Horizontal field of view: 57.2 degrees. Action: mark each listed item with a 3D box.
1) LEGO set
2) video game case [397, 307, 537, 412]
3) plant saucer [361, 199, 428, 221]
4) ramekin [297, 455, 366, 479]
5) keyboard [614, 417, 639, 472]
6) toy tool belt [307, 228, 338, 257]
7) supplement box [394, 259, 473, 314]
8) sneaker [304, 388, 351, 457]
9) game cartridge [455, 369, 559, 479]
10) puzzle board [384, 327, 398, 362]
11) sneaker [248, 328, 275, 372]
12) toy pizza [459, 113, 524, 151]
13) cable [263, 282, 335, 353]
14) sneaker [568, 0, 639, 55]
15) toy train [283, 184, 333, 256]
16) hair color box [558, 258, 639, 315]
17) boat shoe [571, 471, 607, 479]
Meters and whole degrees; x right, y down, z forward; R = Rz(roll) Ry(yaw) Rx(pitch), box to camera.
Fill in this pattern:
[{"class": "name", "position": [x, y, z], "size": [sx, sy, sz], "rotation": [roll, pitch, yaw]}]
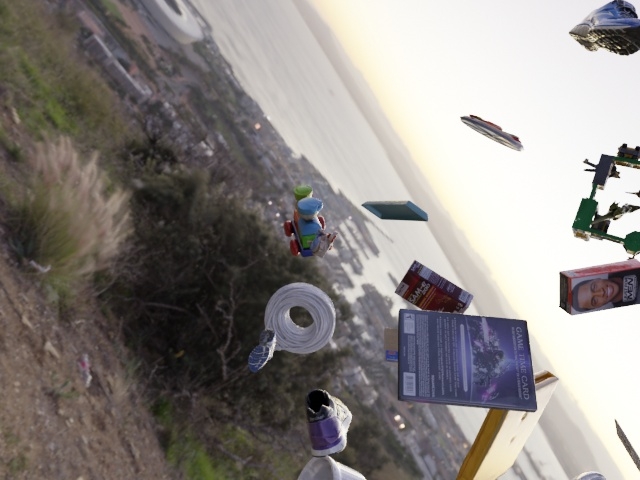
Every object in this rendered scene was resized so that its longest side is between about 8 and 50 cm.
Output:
[{"class": "LEGO set", "position": [0.894, -0.103, 1.755], "size": [0.192, 0.255, 0.331], "rotation": [23, 79, -62]}, {"class": "video game case", "position": [0.297, 0.243, 1.208], "size": [0.026, 0.274, 0.196], "rotation": [97, -1, -58]}, {"class": "plant saucer", "position": [0.160, -0.066, 1.274], "size": [0.067, 0.018, 0.192], "rotation": [33, -11, -22]}, {"class": "ramekin", "position": [0.024, 0.764, 1.659], "size": [0.135, 0.277, 0.277], "rotation": [26, 23, -17]}, {"class": "keyboard", "position": [0.770, 0.546, 1.407], "size": [0.072, 0.014, 0.256], "rotation": [59, 13, -29]}, {"class": "toy tool belt", "position": [0.000, 0.000, 1.295], "size": [0.051, 0.083, 0.052], "rotation": [34, 55, 2]}, {"class": "supplement box", "position": [0.395, 0.188, 2.053], "size": [0.239, 0.130, 0.073], "rotation": [32, 41, 9]}, {"class": "sneaker", "position": [0.013, 0.413, 1.448], "size": [0.283, 0.107, 0.124], "rotation": [-100, 174, -86]}, {"class": "game cartridge", "position": [0.477, 0.501, 1.523], "size": [0.285, 0.323, 0.053], "rotation": [-1, 28, -47]}, {"class": "puzzle board", "position": [0.228, 0.276, 1.514], "size": [0.011, 0.128, 0.096], "rotation": [101, -5, -52]}, {"class": "sneaker", "position": [-0.148, 0.302, 1.560], "size": [0.135, 0.052, 0.058], "rotation": [-63, 152, -45]}, {"class": "toy pizza", "position": [0.481, -0.306, 1.636], "size": [0.201, 0.032, 0.201], "rotation": [28, 10, -6]}, {"class": "cable", "position": [-0.071, 0.278, 2.089], "size": [0.089, 0.257, 0.257], "rotation": [-48, 148, -73]}, {"class": "sneaker", "position": [0.851, -0.632, 1.697], "size": [0.130, 0.147, 0.330], "rotation": [31, 16, -17]}, {"class": "toy train", "position": [-0.044, -0.080, 1.490], "size": [0.248, 0.105, 0.143], "rotation": [-111, -165, -54]}, {"class": "hair color box", "position": [0.482, 0.079, 1.001], "size": [0.043, 0.141, 0.071], "rotation": [-115, -163, -72]}, {"class": "boat shoe", "position": [0.604, 0.623, 1.357], "size": [0.095, 0.258, 0.084], "rotation": [52, -34, 14]}]
